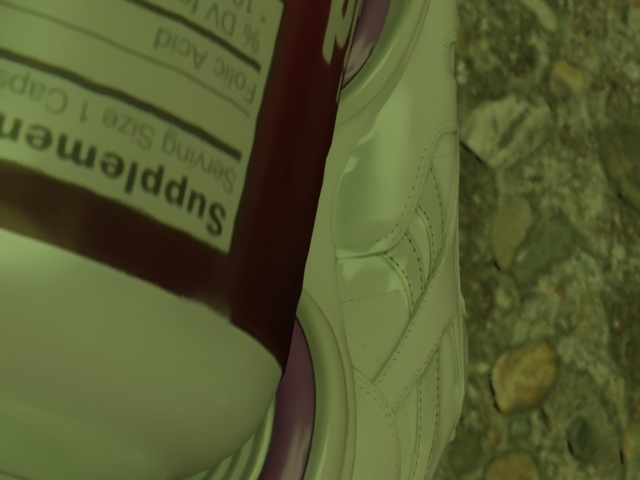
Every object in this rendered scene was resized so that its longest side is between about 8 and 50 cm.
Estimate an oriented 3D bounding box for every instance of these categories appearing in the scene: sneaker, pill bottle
[{"bbox_3d":[0.000,0.000,0.666,0.152,0.114,0.305,42,53,-53],"label":"sneaker"},{"bbox_3d":[-0.103,-0.058,0.514,0.224,0.224,0.392,22,71,-30],"label":"pill bottle"}]
